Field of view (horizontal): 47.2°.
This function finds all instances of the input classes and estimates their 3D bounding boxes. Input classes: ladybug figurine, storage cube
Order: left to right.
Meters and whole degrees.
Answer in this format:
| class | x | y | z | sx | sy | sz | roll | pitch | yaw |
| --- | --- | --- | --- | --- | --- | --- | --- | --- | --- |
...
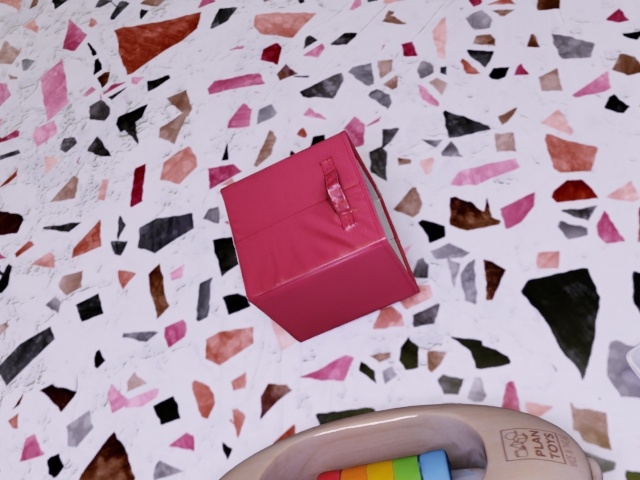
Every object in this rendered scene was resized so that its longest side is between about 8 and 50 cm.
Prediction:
| class | x | y | z | sx | sy | sz | roll | pitch | yaw |
| --- | --- | --- | --- | --- | --- | --- | --- | --- | --- |
| storage cube | 0.000 | 0.000 | 1.005 | 0.193 | 0.215 | 0.184 | -24 | 60 | 10 |
| ladybug figurine | 0.084 | 0.314 | 0.804 | 0.449 | 0.162 | 0.305 | -12 | 17 | 11 |

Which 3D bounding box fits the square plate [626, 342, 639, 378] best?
| class | x | y | z | sx | sy | sz | roll | pitch | yaw |
| --- | --- | --- | --- | --- | --- | --- | --- | --- | --- |
| square plate | 0.597 | 0.183 | 0.825 | 0.347 | 0.049 | 0.344 | -31 | 59 | -1 |
